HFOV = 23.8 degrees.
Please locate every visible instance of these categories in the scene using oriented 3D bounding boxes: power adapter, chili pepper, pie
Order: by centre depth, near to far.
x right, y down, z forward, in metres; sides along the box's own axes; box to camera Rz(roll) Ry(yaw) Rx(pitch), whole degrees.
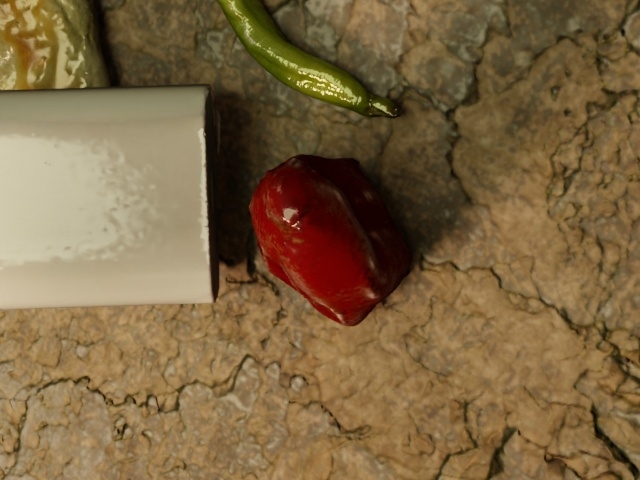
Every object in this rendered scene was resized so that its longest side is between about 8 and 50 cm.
[{"bbox_3d":[0.000,0.000,1.193,0.136,0.253,0.144,4,90,6],"label":"chili pepper"},{"bbox_3d":[-0.021,-0.156,1.297,0.208,0.043,0.049,42,86,10],"label":"chili pepper"},{"bbox_3d":[-0.214,-0.037,1.299,0.255,0.124,0.187,-1,97,-1],"label":"power adapter"},{"bbox_3d":[-0.341,-0.146,1.422,0.338,0.075,0.337,3,98,21],"label":"pie"}]
